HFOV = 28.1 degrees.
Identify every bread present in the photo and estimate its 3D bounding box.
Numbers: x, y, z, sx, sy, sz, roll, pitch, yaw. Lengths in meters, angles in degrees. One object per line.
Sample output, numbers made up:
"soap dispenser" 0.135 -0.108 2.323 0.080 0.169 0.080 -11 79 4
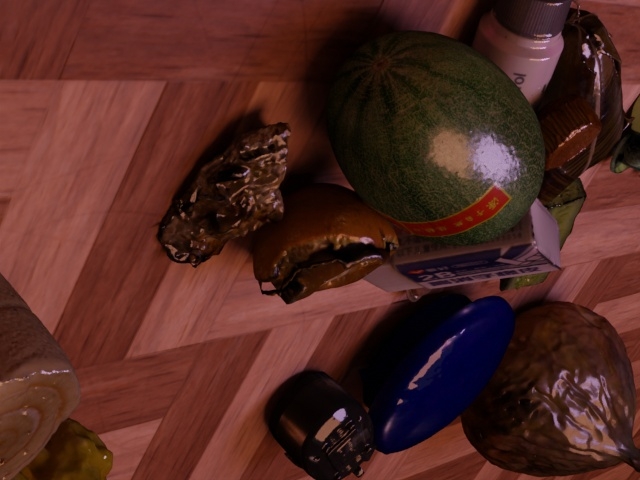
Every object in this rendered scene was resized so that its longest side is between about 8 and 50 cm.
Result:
"bread" -0.276 0.109 1.006 0.134 0.141 0.148 -3 132 -51
"bread" 0.245 -0.115 1.324 0.085 0.053 0.085 -33 162 -12

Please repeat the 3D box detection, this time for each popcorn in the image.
"popcorn" -0.270 0.265 1.194 0.155 0.197 0.197 -2 132 -32

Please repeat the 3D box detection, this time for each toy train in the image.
"toy train" 0.497 -0.146 1.779 0.253 0.105 0.157 5 111 -55

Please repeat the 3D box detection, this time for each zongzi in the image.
"zongzi" 0.240 -0.121 1.420 0.241 0.111 0.248 -50 153 -9

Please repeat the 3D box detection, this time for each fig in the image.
"fig" 0.390 0.269 1.905 0.286 0.368 0.286 -26 137 -28

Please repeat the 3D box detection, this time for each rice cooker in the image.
"rice cooker" 0.003 0.236 1.600 0.112 0.106 0.165 -43 141 -11

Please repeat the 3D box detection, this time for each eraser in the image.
"eraser" 0.149 0.008 1.411 0.210 0.068 0.124 -9 164 23

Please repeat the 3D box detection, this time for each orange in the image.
"orange" 0.000 0.000 1.266 0.160 0.112 0.170 -19 -175 -34

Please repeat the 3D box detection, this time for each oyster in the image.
"oyster" -0.077 -0.041 1.177 0.105 0.056 0.177 14 122 -50

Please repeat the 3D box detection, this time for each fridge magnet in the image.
"fridge magnet" 0.155 0.174 1.708 0.265 0.112 0.265 -35 152 -21

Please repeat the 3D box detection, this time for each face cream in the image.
"face cream" 0.192 -0.172 1.322 0.092 0.092 0.311 -24 145 -35

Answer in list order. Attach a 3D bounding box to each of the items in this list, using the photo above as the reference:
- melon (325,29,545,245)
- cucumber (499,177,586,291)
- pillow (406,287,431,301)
"melon" 0.117 -0.090 1.220 0.182 0.182 0.287 -50 139 8
"cucumber" 0.285 -0.012 1.709 0.078 0.062 0.211 -14 150 -19
"pillow" 0.176 -0.014 1.575 0.211 0.034 0.135 -42 149 -9
